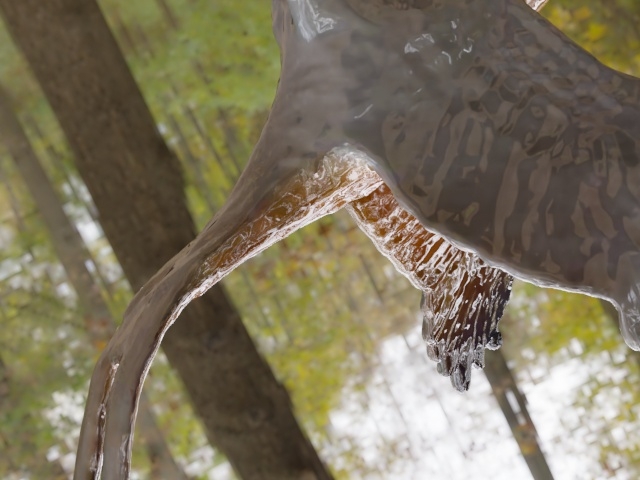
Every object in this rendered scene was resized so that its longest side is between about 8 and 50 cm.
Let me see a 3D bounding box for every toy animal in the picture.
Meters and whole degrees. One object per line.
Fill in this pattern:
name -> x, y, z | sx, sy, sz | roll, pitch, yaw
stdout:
toy animal -> -0.004, -0.023, 0.600 | 0.284, 0.302, 0.225 | -18, -170, -21
